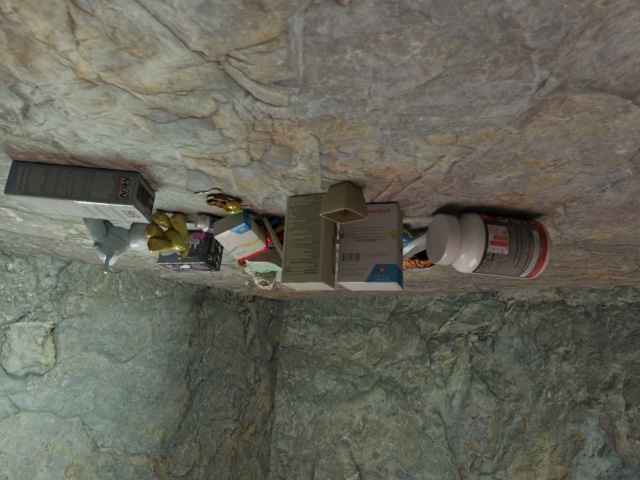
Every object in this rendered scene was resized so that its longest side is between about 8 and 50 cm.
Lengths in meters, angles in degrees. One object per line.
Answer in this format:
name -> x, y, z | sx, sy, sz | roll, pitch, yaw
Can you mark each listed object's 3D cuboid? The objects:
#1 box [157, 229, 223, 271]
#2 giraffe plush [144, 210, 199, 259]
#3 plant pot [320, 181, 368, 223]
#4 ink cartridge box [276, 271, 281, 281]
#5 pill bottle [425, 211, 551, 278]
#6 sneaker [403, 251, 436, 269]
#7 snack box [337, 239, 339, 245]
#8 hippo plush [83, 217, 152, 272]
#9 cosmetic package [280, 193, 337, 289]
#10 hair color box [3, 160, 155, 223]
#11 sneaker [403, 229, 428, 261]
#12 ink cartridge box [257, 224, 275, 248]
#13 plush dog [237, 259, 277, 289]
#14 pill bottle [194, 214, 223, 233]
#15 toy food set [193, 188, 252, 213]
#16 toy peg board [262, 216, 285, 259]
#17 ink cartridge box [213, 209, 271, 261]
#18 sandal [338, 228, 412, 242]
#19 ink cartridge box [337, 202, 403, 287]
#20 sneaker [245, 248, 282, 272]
box -> -0.587, 0.047, 1.959 | 0.247, 0.163, 0.142 | -1, 161, 15
giraffe plush -> -0.584, -0.017, 1.738 | 0.210, 0.181, 0.170 | 24, 174, -8
plant pot -> 0.074, -0.117, 1.314 | 0.109, 0.096, 0.109 | -11, 159, 42
ink cartridge box -> -0.125, 0.122, 2.103 | 0.127, 0.176, 0.128 | -11, 160, 44
pill bottle -> 0.565, 0.014, 1.470 | 0.363, 0.210, 0.210 | 6, 165, -10
sneaker -> 0.374, 0.071, 1.950 | 0.321, 0.125, 0.180 | -10, 159, 8
snack box -> 0.000, 0.000, 1.914 | 0.178, 0.022, 0.064 | 13, 163, -32
hippo plush -> -0.799, -0.032, 1.749 | 0.236, 0.234, 0.294 | -23, -168, -23
cosmetic package -> -0.032, 0.009, 1.423 | 0.153, 0.296, 0.129 | -2, 163, 21
hair color box -> -0.746, -0.148, 1.368 | 0.374, 0.114, 0.185 | 5, 165, -4
sneaker -> 0.358, 0.008, 1.736 | 0.258, 0.091, 0.094 | -35, 149, 32
ink cartridge box -> -0.293, -0.012, 1.816 | 0.203, 0.086, 0.148 | 11, 163, -27
plush dog -> -0.319, 0.121, 2.211 | 0.225, 0.211, 0.262 | 23, 169, 3
pill bottle -> -0.429, -0.063, 1.696 | 0.120, 0.067, 0.067 | 13, 162, -33
toy food set -> -0.340, -0.124, 1.500 | 0.132, 0.038, 0.192 | -5, 163, 30
toy peg board -> -0.154, -0.019, 1.690 | 0.079, 0.161, 0.161 | -28, 174, -10
ink cartridge box -> -0.291, -0.003, 1.658 | 0.134, 0.078, 0.231 | -24, 139, 11
sandal -> 0.217, 0.020, 1.723 | 0.317, 0.138, 0.126 | -10, 158, 35
ink cartridge box -> 0.181, 0.028, 1.498 | 0.198, 0.270, 0.197 | -1, 166, 18
sneaker -> -0.189, 0.093, 1.844 | 0.256, 0.094, 0.151 | 8, 161, 5
